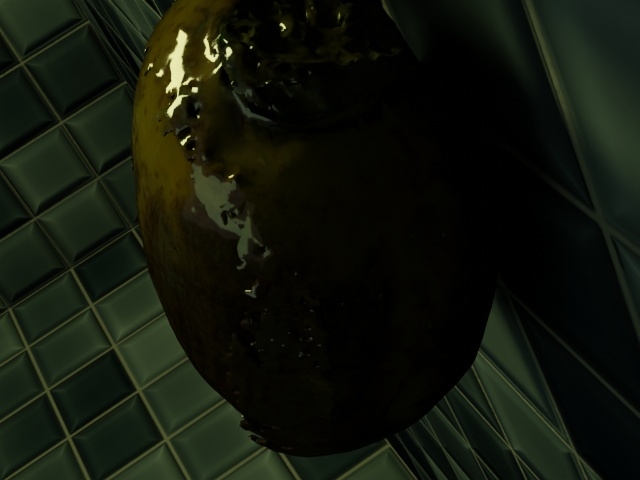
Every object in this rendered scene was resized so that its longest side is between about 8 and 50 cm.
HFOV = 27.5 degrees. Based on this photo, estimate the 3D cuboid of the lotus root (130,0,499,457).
[{"bbox_3d":[0.000,0.000,0.688,0.397,0.179,0.196,84,161,-64],"label":"lotus root"}]
